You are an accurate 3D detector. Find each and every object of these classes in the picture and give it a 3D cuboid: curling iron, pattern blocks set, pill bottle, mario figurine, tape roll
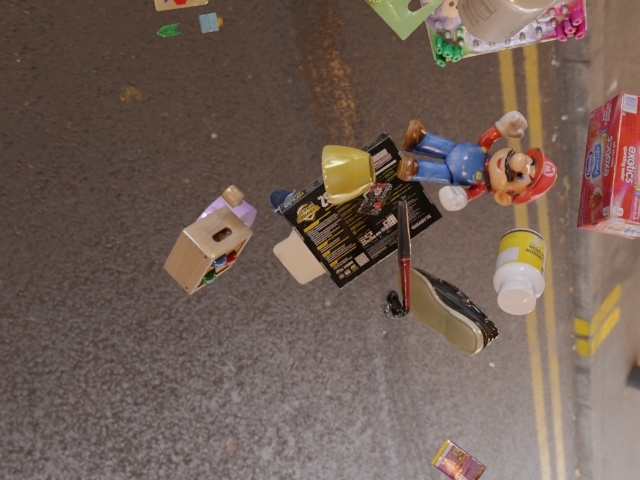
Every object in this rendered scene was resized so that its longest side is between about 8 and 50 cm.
[{"bbox_3d":[0.173,0.048,1.448,0.068,0.035,0.273,-9,111,-34],"label":"curling iron"},{"bbox_3d":[-0.362,-0.680,1.684,0.286,0.026,0.324,-7,119,-22],"label":"pattern blocks set"},{"bbox_3d":[0.414,0.065,1.395,0.184,0.103,0.103,-65,148,-47],"label":"pill bottle"},{"bbox_3d":[0.329,-0.166,1.374,0.170,0.321,0.198,-81,-179,-65],"label":"mario figurine"},{"bbox_3d":[0.319,-0.420,1.089,0.131,0.229,0.131,0,89,-7],"label":"pill bottle"},{"bbox_3d":[-0.303,-0.007,1.941,0.274,0.090,0.275,-52,174,-8],"label":"tape roll"}]

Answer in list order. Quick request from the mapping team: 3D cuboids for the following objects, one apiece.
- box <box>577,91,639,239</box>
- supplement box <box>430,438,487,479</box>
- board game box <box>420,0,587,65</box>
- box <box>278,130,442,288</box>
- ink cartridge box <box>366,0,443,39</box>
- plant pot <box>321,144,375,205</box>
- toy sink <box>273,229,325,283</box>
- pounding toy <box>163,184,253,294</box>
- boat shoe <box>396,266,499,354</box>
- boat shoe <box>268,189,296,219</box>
[{"bbox_3d":[0.603,-0.142,1.315,0.122,0.128,0.256,131,-30,-77],"label":"box"},{"bbox_3d":[0.247,0.401,1.197,0.055,0.083,0.043,-53,158,-4],"label":"supplement box"},{"bbox_3d":[0.432,-0.625,1.629,0.390,0.390,0.050,64,27,-42],"label":"board game box"},{"bbox_3d":[0.100,-0.071,1.655,0.322,0.079,0.257,-36,108,4],"label":"box"},{"bbox_3d":[0.131,-0.518,1.242,0.171,0.235,0.056,-43,172,15],"label":"ink cartridge box"},{"bbox_3d":[0.067,-0.149,1.470,0.134,0.095,0.134,-6,90,-75],"label":"plant pot"},{"bbox_3d":[0.000,0.000,2.031,0.152,0.234,0.131,51,27,-15],"label":"toy sink"},{"bbox_3d":[-0.187,-0.012,1.324,0.181,0.094,0.206,-37,169,-47],"label":"pounding toy"},{"bbox_3d":[0.336,0.168,1.772,0.113,0.340,0.127,-13,122,-30],"label":"boat shoe"},{"bbox_3d":[-0.082,-0.105,2.218,0.089,0.258,0.109,16,101,-55],"label":"boat shoe"}]
